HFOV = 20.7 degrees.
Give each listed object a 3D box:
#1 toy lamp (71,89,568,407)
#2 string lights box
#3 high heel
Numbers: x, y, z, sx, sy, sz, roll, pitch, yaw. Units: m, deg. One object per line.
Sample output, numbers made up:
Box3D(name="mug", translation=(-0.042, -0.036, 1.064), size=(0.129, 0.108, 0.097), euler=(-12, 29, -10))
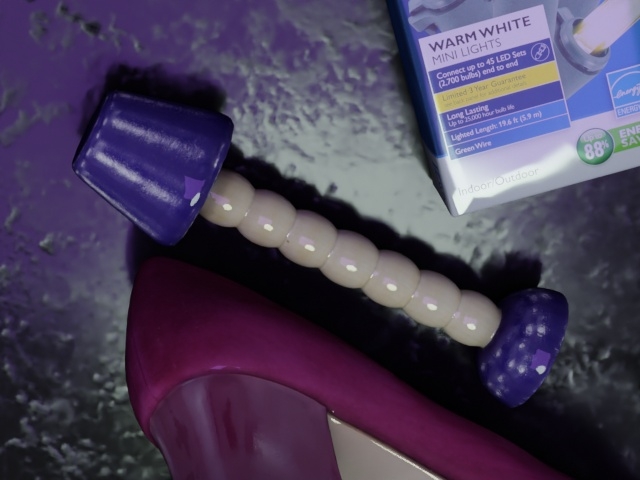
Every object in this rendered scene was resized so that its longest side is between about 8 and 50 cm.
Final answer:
Box3D(name="toy lamp", translation=(0.000, 0.000, 0.941), size=(0.275, 0.080, 0.080), euler=(25, 102, -14))
Box3D(name="string lights box", translation=(0.094, -0.157, 0.903), size=(0.133, 0.077, 0.259), euler=(-16, 107, 1))
Box3D(name="high heel", translation=(0.063, 0.115, 0.966), size=(0.377, 0.181, 0.127), euler=(24, 125, -40))
